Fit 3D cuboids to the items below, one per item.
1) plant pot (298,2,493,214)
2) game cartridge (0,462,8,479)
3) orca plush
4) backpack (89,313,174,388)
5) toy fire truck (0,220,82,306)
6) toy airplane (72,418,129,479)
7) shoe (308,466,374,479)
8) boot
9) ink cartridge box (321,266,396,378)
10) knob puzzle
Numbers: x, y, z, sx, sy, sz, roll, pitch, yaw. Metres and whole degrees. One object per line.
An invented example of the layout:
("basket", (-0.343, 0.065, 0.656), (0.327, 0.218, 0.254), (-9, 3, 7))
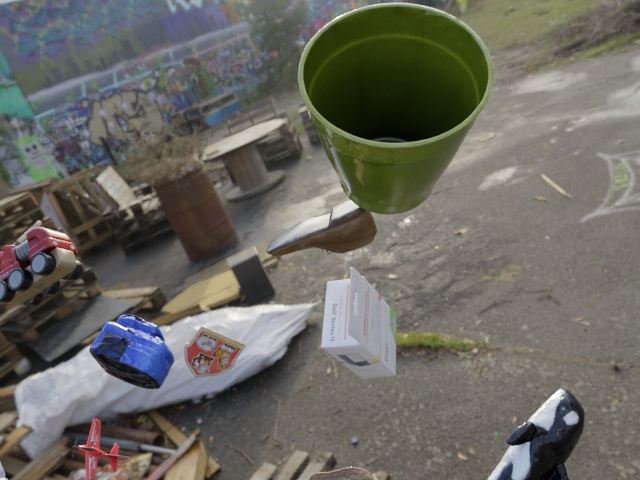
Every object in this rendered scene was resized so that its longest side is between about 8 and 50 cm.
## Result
("plant pot", (0.149, -0.241, 1.187), (0.366, 0.353, 0.367), (-2, 62, 3))
("game cartridge", (-0.352, 0.390, 0.517), (0.068, 0.230, 0.355), (7, -54, -53))
("orca plush", (0.337, 0.373, 0.864), (0.287, 0.151, 0.102), (-37, 44, -18))
("backpack", (-0.305, 0.187, 0.919), (0.120, 0.098, 0.101), (21, 64, 13))
("toy fire truck", (-0.758, 0.027, 1.456), (0.217, 0.246, 0.158), (-31, -21, 13))
("toy airplane", (-0.524, 0.504, 1.302), (0.028, 0.151, 0.151), (-30, 17, 23))
("shoe", (0.071, 0.785, 1.777), (0.218, 0.058, 0.077), (-8, 37, 16))
("boot", (0.000, 0.000, 1.397), (0.305, 0.115, 0.112), (-20, 28, 25))
("ink cartridge box", (0.104, 0.242, 1.564), (0.119, 0.353, 0.207), (-10, 56, 25))
("knob puzzle", (-0.379, 0.401, 1.878), (0.213, 0.213, 0.030), (-23, 28, 1))
